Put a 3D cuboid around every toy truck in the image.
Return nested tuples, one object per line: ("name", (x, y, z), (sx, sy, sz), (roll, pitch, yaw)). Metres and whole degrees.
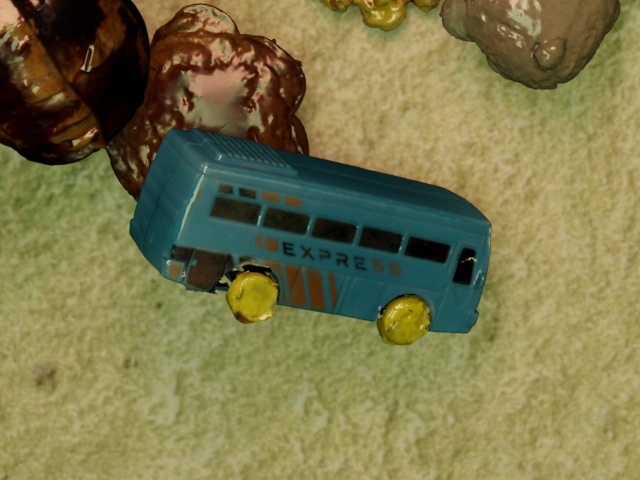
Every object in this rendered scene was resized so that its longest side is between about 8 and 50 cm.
("toy truck", (0.000, 0.000, 1.867), (0.385, 0.161, 0.162), (12, 106, -26))

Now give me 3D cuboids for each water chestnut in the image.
("water chestnut", (-0.328, -0.194, 1.768), (0.300, 0.300, 0.300), (1, 101, 5))

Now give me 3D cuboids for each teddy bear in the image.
("teddy bear", (0.253, -0.291, 1.847), (0.236, 0.151, 0.267), (34, 78, -42))

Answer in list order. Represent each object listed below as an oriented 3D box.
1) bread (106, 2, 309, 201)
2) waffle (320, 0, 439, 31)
("bread", (-0.118, -0.134, 1.934), (0.232, 0.135, 0.246), (-27, 97, 10))
("waffle", (0.061, -0.400, 1.902), (0.325, 0.068, 0.302), (34, 102, -3))
